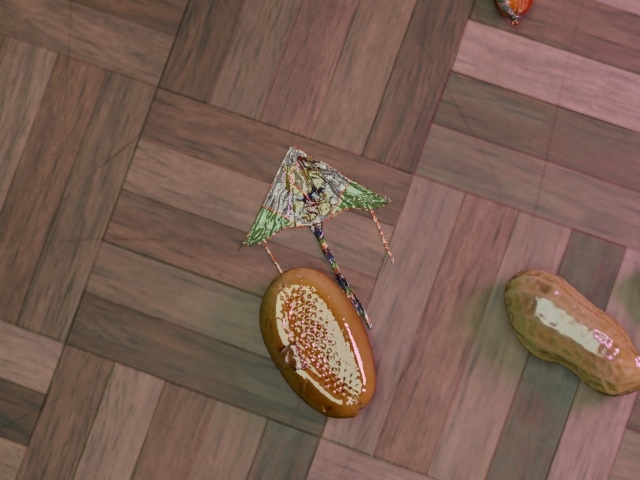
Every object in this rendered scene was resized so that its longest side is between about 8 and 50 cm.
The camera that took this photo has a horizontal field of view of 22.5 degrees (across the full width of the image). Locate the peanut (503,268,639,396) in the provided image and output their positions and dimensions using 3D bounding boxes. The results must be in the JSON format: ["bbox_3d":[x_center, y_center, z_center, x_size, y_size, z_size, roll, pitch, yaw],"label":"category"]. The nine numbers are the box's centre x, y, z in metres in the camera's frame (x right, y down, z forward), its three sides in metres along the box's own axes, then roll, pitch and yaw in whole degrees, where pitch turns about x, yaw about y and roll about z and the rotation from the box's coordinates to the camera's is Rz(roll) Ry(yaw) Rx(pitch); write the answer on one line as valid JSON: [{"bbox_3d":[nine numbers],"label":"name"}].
[{"bbox_3d":[0.290,0.110,1.850,0.194,0.083,0.093,42,91,8],"label":"peanut"}]

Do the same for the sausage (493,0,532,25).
[{"bbox_3d":[0.217,-0.428,1.920,0.053,0.053,0.348,-5,85,6],"label":"sausage"}]

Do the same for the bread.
[{"bbox_3d":[-0.003,0.122,1.888,0.114,0.077,0.189,-26,87,-14],"label":"bread"}]

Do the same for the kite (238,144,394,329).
[{"bbox_3d":[0.000,0.000,1.932,0.198,0.006,0.244,-21,83,4],"label":"kite"}]
